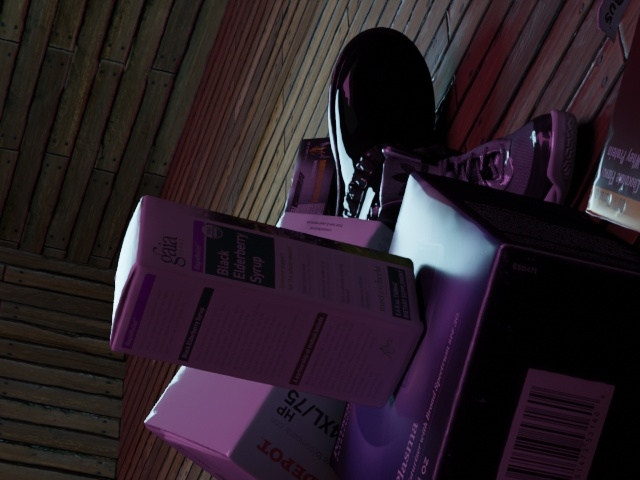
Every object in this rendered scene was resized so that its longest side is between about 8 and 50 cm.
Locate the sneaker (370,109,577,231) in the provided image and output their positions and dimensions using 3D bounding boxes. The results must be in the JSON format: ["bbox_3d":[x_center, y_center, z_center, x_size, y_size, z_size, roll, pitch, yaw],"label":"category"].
[{"bbox_3d":[0.141,-0.056,1.594,0.268,0.153,0.101,128,150,-61],"label":"sneaker"}]

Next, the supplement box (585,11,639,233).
[{"bbox_3d":[0.291,-0.083,1.073,0.191,0.129,0.194,-142,65,-75],"label":"supplement box"}]

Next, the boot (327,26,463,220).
[{"bbox_3d":[0.091,-0.097,1.861,0.260,0.131,0.348,141,129,-79],"label":"boot"}]

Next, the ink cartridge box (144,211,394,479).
[{"bbox_3d":[0.004,0.140,1.614,0.270,0.198,0.197,-57,27,-14],"label":"ink cartridge box"}]

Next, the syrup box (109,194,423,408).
[{"bbox_3d":[-0.046,0.051,1.315,0.093,0.237,0.096,-94,22,-54],"label":"syrup box"}]

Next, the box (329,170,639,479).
[{"bbox_3d":[0.147,0.124,1.365,0.294,0.183,0.296,-128,52,-74],"label":"box"}]

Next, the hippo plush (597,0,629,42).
[{"bbox_3d":[0.267,-0.312,1.147,0.236,0.234,0.294,146,135,-71],"label":"hippo plush"}]

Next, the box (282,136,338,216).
[{"bbox_3d":[0.000,0.000,2.081,0.231,0.056,0.183,-77,-19,-58],"label":"box"}]
